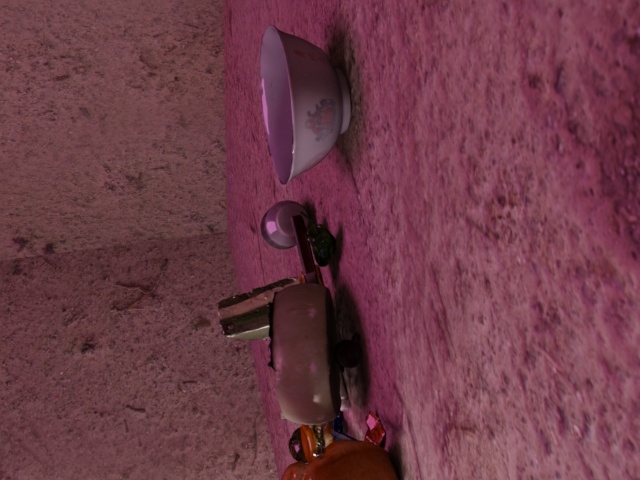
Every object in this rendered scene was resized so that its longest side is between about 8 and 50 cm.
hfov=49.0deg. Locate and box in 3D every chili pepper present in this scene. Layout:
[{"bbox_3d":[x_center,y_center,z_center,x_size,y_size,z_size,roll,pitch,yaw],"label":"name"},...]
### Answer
[{"bbox_3d":[0.000,0.001,1.772,0.122,0.065,0.279,62,176,10],"label":"chili pepper"}]

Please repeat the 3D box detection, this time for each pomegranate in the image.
[{"bbox_3d":[-0.034,0.673,2.289,0.161,0.122,0.122,46,-173,-30],"label":"pomegranate"}]

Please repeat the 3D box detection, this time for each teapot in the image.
[{"bbox_3d":[0.069,0.267,1.669,0.100,0.067,0.045,-65,12,-11],"label":"teapot"}]

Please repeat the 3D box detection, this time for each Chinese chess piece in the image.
[{"bbox_3d":[-0.035,0.281,1.756,0.349,0.146,0.350,-6,-90,-84],"label":"Chinese chess piece"}]

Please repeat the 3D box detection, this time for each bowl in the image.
[{"bbox_3d":[-0.027,-0.301,1.542,0.345,0.157,0.346,172,90,-77],"label":"bowl"}]

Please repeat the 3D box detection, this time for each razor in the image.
[{"bbox_3d":[0.073,0.517,1.817,0.324,0.056,0.093,176,88,-77],"label":"razor"}]

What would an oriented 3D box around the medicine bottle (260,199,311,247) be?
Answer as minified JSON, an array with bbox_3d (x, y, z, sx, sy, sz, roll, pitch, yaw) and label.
[{"bbox_3d":[-0.099,-0.047,2.049,0.215,0.134,0.135,152,110,-77],"label":"medicine bottle"}]

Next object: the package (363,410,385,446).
[{"bbox_3d":[0.120,0.454,1.619,0.077,0.033,0.111,-99,13,-54],"label":"package"}]

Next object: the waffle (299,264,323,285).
[{"bbox_3d":[-0.017,0.200,2.021,0.160,0.055,0.211,104,154,-57],"label":"waffle"}]

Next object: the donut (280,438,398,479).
[{"bbox_3d":[0.039,0.563,1.514,0.317,0.299,0.150,48,-174,-49],"label":"donut"}]

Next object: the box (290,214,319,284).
[{"bbox_3d":[-0.040,0.034,1.850,0.115,0.035,0.178,73,-177,-62],"label":"box"}]

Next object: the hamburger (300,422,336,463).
[{"bbox_3d":[-0.002,0.602,2.104,0.164,0.093,0.190,-117,21,-50],"label":"hamburger"}]

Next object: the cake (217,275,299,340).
[{"bbox_3d":[-0.172,0.214,2.249,0.172,0.283,0.158,-58,38,44],"label":"cake"}]

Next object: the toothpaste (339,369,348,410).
[{"bbox_3d":[0.045,0.369,1.908,0.048,0.031,0.191,95,165,-55],"label":"toothpaste"}]
